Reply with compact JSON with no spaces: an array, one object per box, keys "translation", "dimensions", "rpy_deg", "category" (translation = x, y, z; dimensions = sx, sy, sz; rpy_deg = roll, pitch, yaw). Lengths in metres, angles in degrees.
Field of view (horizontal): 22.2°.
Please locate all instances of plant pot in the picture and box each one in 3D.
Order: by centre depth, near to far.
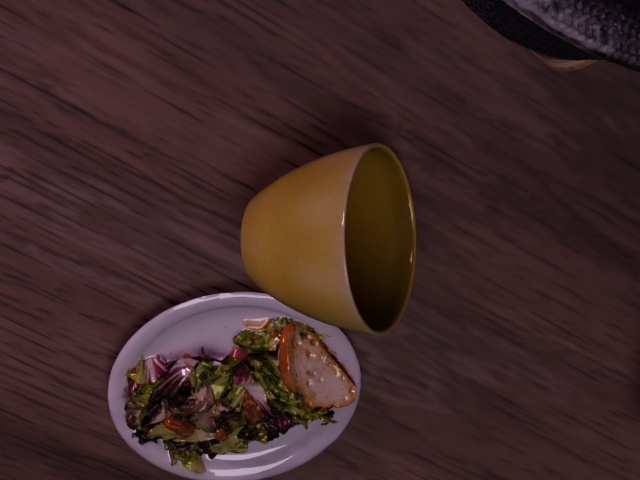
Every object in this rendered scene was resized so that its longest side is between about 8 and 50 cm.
[{"translation":[0.000,0.000,1.153],"dimensions":[0.095,0.134,0.134],"rpy_deg":[-1,131,24],"category":"plant pot"}]

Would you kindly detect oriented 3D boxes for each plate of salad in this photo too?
[{"translation":[-0.066,0.124,1.274],"dimensions":[0.200,0.048,0.200],"rpy_deg":[-4,128,-5],"category":"plate of salad"}]

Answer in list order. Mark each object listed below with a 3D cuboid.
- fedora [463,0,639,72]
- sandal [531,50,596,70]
[{"translation":[0.157,-0.203,0.964],"dimensions":[0.334,0.334,0.152],"rpy_deg":[14,154,-18],"category":"fedora"},{"translation":[0.255,-0.178,1.093],"dimensions":[0.240,0.088,0.079],"rpy_deg":[-25,158,19],"category":"sandal"}]
